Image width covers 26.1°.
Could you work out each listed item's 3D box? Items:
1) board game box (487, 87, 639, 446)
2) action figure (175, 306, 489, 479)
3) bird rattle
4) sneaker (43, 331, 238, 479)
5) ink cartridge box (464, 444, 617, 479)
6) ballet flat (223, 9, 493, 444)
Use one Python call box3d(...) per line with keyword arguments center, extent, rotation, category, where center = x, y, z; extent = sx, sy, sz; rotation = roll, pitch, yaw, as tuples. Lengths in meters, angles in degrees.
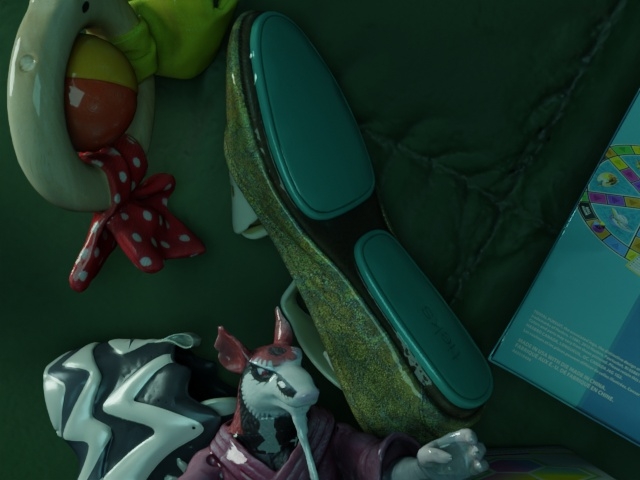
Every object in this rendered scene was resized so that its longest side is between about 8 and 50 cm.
box3d(center=(0.314, 0.002, 0.973), extent=(0.254, 0.079, 0.336), rotation=(30, 95, 20), category="board game box")
box3d(center=(-0.004, 0.231, 0.980), extent=(0.248, 0.276, 0.370), rotation=(-8, 84, 1), category="action figure")
box3d(center=(-0.166, -0.091, 1.001), extent=(0.143, 0.207, 0.253), rotation=(12, 84, 24), category="bird rattle")
box3d(center=(-0.102, 0.177, 1.048), extent=(0.153, 0.094, 0.234), rotation=(-20, 80, 15), category="sneaker")
box3d(center=(0.151, 0.195, 0.954), extent=(0.109, 0.209, 0.062), rotation=(-2, 94, -8), category="ink cartridge box")
box3d(center=(0.000, 0.000, 1.029), extent=(0.123, 0.123, 0.348), rotation=(-30, 87, 7), category="ballet flat")
